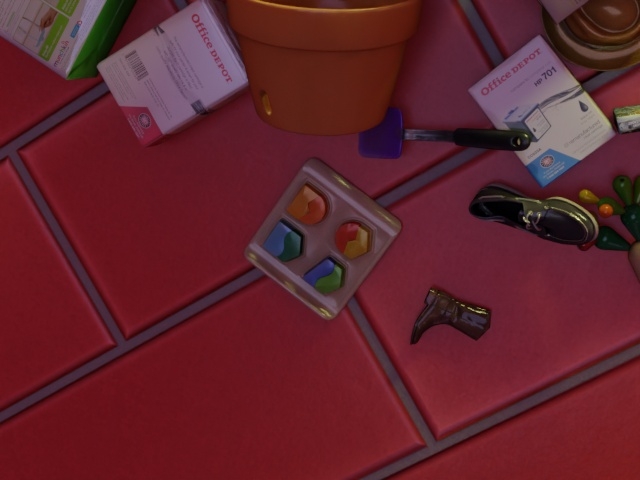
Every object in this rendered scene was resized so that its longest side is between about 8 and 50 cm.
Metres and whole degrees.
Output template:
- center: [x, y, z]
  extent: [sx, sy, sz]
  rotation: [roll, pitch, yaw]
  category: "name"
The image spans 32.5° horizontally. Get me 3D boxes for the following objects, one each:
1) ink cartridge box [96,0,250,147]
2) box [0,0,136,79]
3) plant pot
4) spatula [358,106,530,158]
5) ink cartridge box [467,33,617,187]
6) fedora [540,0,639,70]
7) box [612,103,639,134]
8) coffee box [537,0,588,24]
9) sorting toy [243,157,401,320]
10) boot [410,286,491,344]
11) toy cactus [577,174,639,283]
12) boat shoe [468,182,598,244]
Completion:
- center: [-0.223, -0.272, 1.777]
  extent: [0.217, 0.092, 0.159]
  rotation: [-29, 92, 17]
  category: "ink cartridge box"
- center: [-0.422, -0.431, 1.778]
  extent: [0.231, 0.127, 0.262]
  rotation: [32, 105, 7]
  category: "box"
- center: [0.004, -0.284, 1.643]
  extent: [0.290, 0.291, 0.204]
  rotation: [7, 116, 11]
  category: "plant pot"
- center: [0.183, -0.161, 1.690]
  extent: [0.296, 0.030, 0.084]
  rotation: [6, 100, 29]
  category: "spatula"
- center: [0.336, -0.197, 1.669]
  extent: [0.139, 0.082, 0.191]
  rotation: [-38, 91, 16]
  category: "ink cartridge box"
- center: [0.423, -0.342, 1.627]
  extent: [0.194, 0.079, 0.194]
  rotation: [2, 99, 13]
  category: "fedora"
- center: [0.480, -0.182, 1.609]
  extent: [0.093, 0.137, 0.027]
  rotation: [-8, 101, 14]
  category: "box"
- center: [0.400, -0.465, 1.550]
  extent: [0.297, 0.168, 0.119]
  rotation: [-37, 122, 15]
  category: "coffee box"
- center: [0.000, 0.000, 1.798]
  extent: [0.193, 0.038, 0.208]
  rotation: [37, 105, 5]
  category: "sorting toy"
- center: [0.212, 0.142, 1.777]
  extent: [0.114, 0.037, 0.106]
  rotation: [23, 105, 3]
  category: "boot"
- center: [0.486, -0.014, 1.664]
  extent: [0.219, 0.112, 0.181]
  rotation: [-18, 104, 6]
  category: "toy cactus"
- center: [0.319, -0.031, 1.666]
  extent: [0.206, 0.065, 0.075]
  rotation: [22, 127, 36]
  category: "boat shoe"
